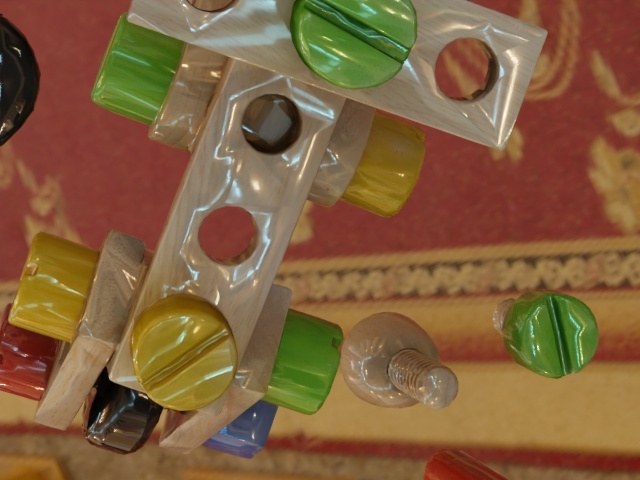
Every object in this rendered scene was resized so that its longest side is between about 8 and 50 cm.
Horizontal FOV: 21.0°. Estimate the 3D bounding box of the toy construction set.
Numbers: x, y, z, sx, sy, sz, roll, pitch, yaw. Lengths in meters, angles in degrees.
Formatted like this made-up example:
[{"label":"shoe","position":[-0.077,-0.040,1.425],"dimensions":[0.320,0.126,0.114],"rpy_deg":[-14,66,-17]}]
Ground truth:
[{"label":"toy construction set","position":[0.000,0.000,0.608],"dimensions":[0.309,0.257,0.237],"rpy_deg":[46,173,-14]}]
